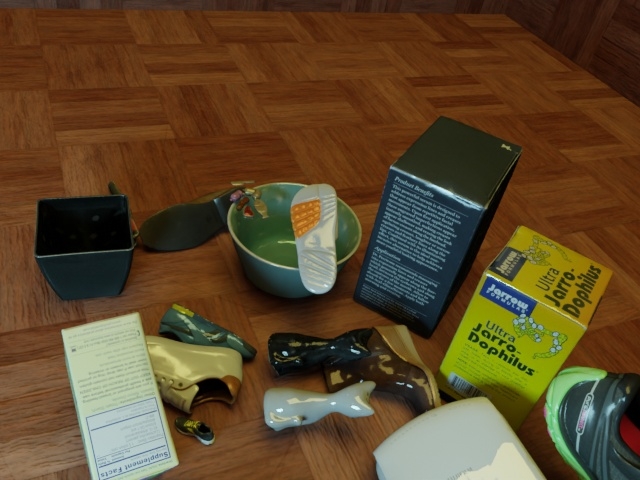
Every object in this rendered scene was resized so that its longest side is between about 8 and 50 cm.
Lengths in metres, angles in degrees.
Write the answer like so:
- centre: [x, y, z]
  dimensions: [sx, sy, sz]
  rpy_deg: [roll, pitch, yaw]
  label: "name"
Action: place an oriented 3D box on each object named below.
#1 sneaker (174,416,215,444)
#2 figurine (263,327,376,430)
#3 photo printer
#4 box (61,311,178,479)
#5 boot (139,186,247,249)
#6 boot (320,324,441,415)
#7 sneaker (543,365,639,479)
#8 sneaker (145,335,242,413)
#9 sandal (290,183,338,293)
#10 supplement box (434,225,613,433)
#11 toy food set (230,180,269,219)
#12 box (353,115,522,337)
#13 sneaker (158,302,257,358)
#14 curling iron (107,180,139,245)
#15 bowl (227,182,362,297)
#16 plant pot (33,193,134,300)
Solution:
- centre: [-0.230, 0.342, 1.109]
  dimensions: [0.083, 0.035, 0.031]
  rpy_deg: [21, 40, 10]
  label: "sneaker"
- centre: [0.004, 0.263, 1.163]
  dimensions: [0.210, 0.092, 0.215]
  rpy_deg: [-10, 41, 9]
  label: "figurine"
- centre: [0.249, 0.428, 1.022]
  dimensions: [0.256, 0.107, 0.307]
  rpy_deg: [-25, 48, -5]
  label: "photo printer"
- centre: [-0.328, 0.269, 0.969]
  dimensions: [0.117, 0.213, 0.243]
  rpy_deg: [-11, 71, -25]
  label: "box"
- centre: [-0.323, -0.059, 1.531]
  dimensions: [0.305, 0.112, 0.115]
  rpy_deg: [-24, 22, -30]
  label: "boot"
- centre: [0.118, 0.292, 1.243]
  dimensions: [0.207, 0.090, 0.248]
  rpy_deg: [-14, 48, -10]
  label: "boot"
- centre: [0.571, 0.420, 1.003]
  dimensions: [0.185, 0.202, 0.482]
  rpy_deg: [-40, 94, -34]
  label: "sneaker"
- centre: [-0.291, 0.258, 1.136]
  dimensions: [0.290, 0.106, 0.123]
  rpy_deg: [4, 38, -11]
  label: "sneaker"
- centre: [-0.011, 0.001, 1.292]
  dimensions: [0.102, 0.076, 0.265]
  rpy_deg: [-3, 62, 4]
  label: "sandal"
- centre: [0.387, 0.187, 1.197]
  dimensions: [0.195, 0.356, 0.194]
  rpy_deg: [30, 44, 20]
  label: "supplement box"
- centre: [-0.168, -0.088, 1.391]
  dimensions: [0.078, 0.019, 0.122]
  rpy_deg: [-5, 51, -19]
  label: "toy food set"
- centre: [0.264, -0.032, 1.391]
  dimensions: [0.212, 0.395, 0.293]
  rpy_deg: [27, 42, 17]
  label: "box"
- centre: [-0.236, 0.209, 1.254]
  dimensions: [0.209, 0.069, 0.082]
  rpy_deg: [26, 74, 3]
  label: "sneaker"
- centre: [-0.508, -0.074, 1.518]
  dimensions: [0.068, 0.035, 0.274]
  rpy_deg: [-18, 46, -13]
  label: "curling iron"
- centre: [-0.069, 0.018, 1.429]
  dimensions: [0.312, 0.163, 0.311]
  rpy_deg: [7, 40, -6]
  label: "bowl"
- centre: [-0.506, 0.025, 1.308]
  dimensions: [0.188, 0.167, 0.187]
  rpy_deg: [-4, 42, -20]
  label: "plant pot"
